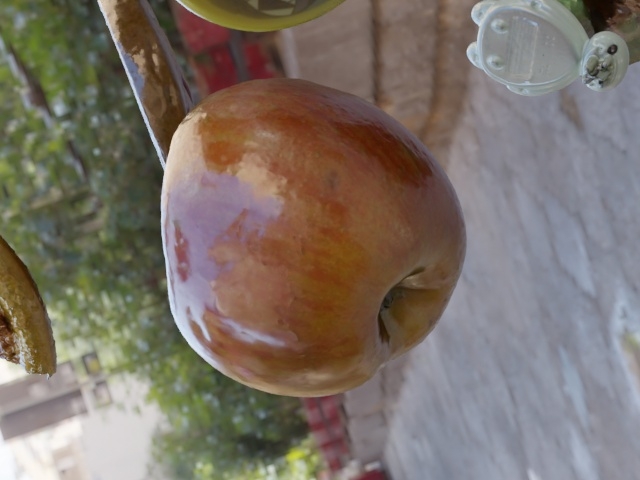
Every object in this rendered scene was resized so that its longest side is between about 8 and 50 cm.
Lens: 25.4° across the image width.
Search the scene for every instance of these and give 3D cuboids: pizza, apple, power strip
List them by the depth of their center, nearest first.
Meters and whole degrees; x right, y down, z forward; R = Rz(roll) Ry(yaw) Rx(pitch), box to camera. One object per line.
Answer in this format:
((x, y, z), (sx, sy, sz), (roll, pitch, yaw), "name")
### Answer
((0.111, -0.094, 0.708), (0.035, 0.083, 0.055), (-45, -35, -53), "power strip")
((0.000, 0.000, 1.310), (0.301, 0.301, 0.301), (161, 90, -87), "apple")
((-0.395, 0.047, 1.484), (0.292, 0.197, 0.058), (54, -147, -14), "pizza")

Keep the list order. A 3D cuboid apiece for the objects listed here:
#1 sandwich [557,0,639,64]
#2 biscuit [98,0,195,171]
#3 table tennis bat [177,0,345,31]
((0.211, -0.248, 1.317), (0.301, 0.162, 0.250), (34, 157, -24), "sandwich")
((-0.153, -0.107, 1.570), (0.367, 0.063, 0.314), (75, 170, -46), "biscuit")
((-0.104, -0.269, 1.154), (0.054, 0.368, 0.224), (-152, 50, -62), "table tennis bat")
